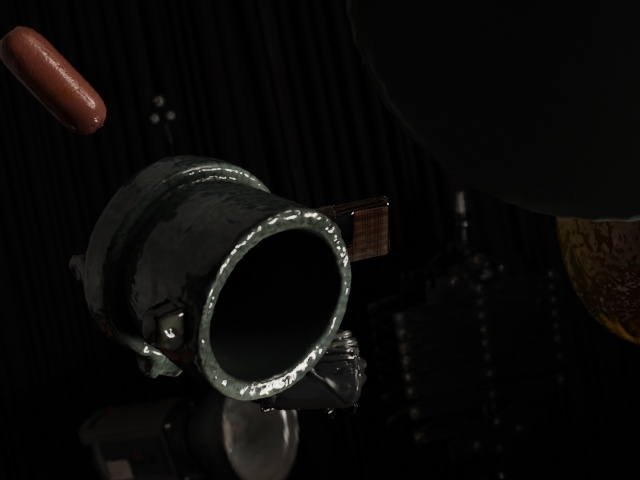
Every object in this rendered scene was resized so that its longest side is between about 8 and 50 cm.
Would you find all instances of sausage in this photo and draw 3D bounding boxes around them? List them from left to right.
[{"bbox_3d":[-0.335,-0.198,0.921,0.062,0.154,0.062,-38,-163,14],"label":"sausage"}]

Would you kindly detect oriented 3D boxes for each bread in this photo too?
[{"bbox_3d":[0.346,0.004,0.691,0.270,0.195,0.143,12,153,-37],"label":"bread"}]

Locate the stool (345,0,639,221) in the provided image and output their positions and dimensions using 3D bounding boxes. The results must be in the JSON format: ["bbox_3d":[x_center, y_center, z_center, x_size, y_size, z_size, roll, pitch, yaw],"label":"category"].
[{"bbox_3d":[0.195,-0.206,0.459,0.297,0.297,0.330,-3,-140,40],"label":"stool"}]

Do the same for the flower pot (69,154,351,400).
[{"bbox_3d":[-0.147,0.051,0.914,0.299,0.299,0.283,-16,-149,-42],"label":"flower pot"}]

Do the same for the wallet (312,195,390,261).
[{"bbox_3d":[0.000,0.000,1.176,0.230,0.124,0.042,-11,-133,-6],"label":"wallet"}]

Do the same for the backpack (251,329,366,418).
[{"bbox_3d":[-0.031,0.228,1.206,0.206,0.133,0.258,-2,166,-11],"label":"backpack"}]
